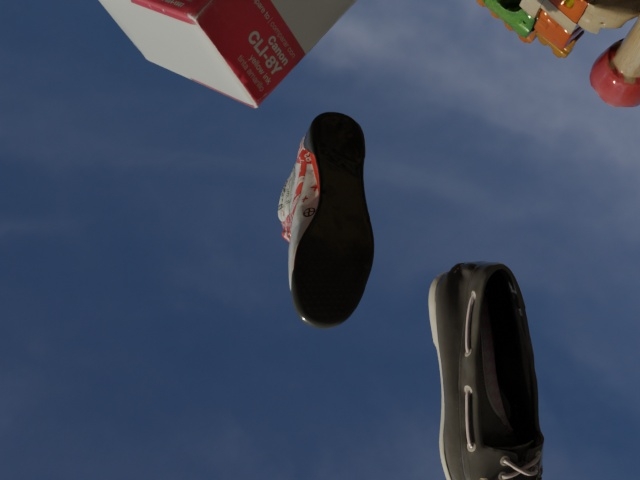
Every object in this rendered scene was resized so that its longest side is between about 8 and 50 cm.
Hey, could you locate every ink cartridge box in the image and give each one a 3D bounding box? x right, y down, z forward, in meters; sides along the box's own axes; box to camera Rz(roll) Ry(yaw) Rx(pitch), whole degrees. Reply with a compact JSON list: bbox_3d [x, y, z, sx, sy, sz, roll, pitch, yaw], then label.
[{"bbox_3d":[-0.064,-0.381,1.503,0.385,0.279,0.160,-48,-49,-12],"label":"ink cartridge box"}]

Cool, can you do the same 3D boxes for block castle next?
[{"bbox_3d":[0.344,-0.416,1.615,0.453,0.213,0.303,44,-109,10],"label":"block castle"}]

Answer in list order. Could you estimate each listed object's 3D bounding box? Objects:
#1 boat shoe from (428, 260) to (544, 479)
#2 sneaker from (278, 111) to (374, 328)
[{"bbox_3d":[0.197,0.187,1.358,0.112,0.095,0.335,-5,-98,-33],"label":"boat shoe"},{"bbox_3d":[0.001,0.000,1.383,0.090,0.145,0.270,8,-119,-11],"label":"sneaker"}]
